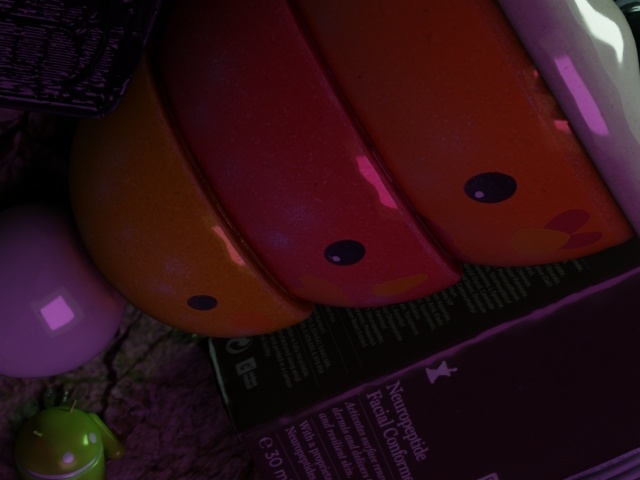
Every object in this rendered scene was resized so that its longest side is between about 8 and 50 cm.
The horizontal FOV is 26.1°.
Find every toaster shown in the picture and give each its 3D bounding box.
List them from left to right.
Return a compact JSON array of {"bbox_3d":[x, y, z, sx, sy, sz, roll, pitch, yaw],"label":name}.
[{"bbox_3d":[-0.169,-0.166,0.778,0.185,0.110,0.168,5,128,-27],"label":"toaster"}]

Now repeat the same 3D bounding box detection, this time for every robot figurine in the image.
[{"bbox_3d":[-0.199,0.177,1.065,0.101,0.067,0.115,-42,143,-43],"label":"robot figurine"}]

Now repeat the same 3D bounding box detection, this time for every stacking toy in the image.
[{"bbox_3d":[-0.038,-0.048,0.906,0.479,0.351,0.350,-31,137,12],"label":"stacking toy"}]

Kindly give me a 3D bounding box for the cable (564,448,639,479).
[{"bbox_3d":[0.291,0.160,1.289,0.257,0.257,0.089,-29,89,-21],"label":"cable"}]

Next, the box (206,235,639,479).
[{"bbox_3d":[0.124,0.107,1.118,0.381,0.143,0.191,-24,125,-1],"label":"box"}]

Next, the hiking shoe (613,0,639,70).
[{"bbox_3d":[0.272,-0.057,1.183,0.113,0.132,0.304,-29,134,-15],"label":"hiking shoe"}]
